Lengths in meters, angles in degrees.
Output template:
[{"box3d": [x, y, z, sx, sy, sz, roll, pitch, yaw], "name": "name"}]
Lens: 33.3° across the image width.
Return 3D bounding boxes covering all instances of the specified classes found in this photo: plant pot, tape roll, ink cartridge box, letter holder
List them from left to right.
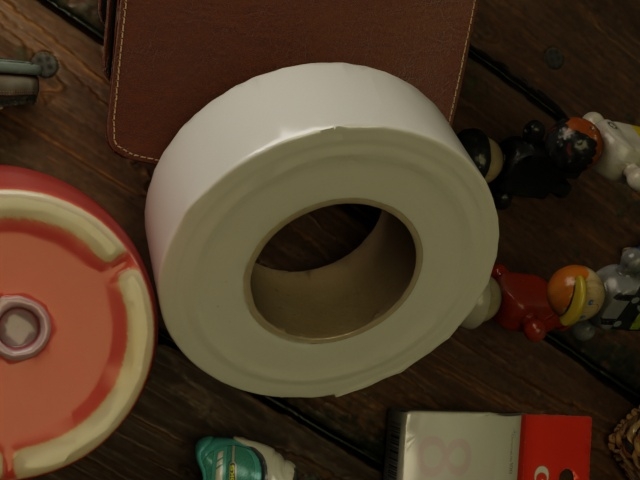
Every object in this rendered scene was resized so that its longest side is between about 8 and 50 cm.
[{"box3d": [-0.241, 0.064, 0.815, 0.275, 0.243, 0.275, 1, 88, -19], "name": "plant pot"}, {"box3d": [-0.037, -0.172, 0.938, 0.302, 0.152, 0.214, 3, 109, -18], "name": "letter holder"}, {"box3d": [0.000, 0.000, 0.893, 0.286, 0.100, 0.286, -9, 129, -11], "name": "tape roll"}, {"box3d": [0.172, 0.261, 1.047, 0.232, 0.066, 0.189, 5, 87, -14], "name": "ink cartridge box"}]

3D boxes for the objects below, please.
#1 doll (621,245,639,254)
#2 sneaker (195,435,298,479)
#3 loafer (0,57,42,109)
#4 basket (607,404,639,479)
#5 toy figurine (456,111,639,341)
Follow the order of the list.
[{"box3d": [0.412, -0.003, 1.137, 0.189, 0.046, 0.129, -23, 97, -17], "name": "doll"}, {"box3d": [-0.111, 0.304, 0.942, 0.110, 0.107, 0.275, 21, 82, 8], "name": "sneaker"}, {"box3d": [-0.343, -0.106, 0.838, 0.267, 0.096, 0.084, -7, 103, -46], "name": "loafer"}, {"box3d": [0.487, 0.197, 1.065, 0.299, 0.223, 0.213, -40, 100, -16], "name": "basket"}, {"box3d": [0.214, -0.012, 0.985, 0.148, 0.209, 0.213, 7, 85, -28], "name": "toy figurine"}]
